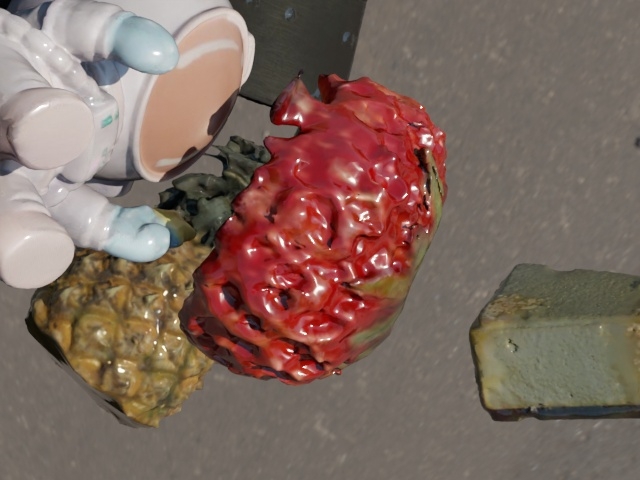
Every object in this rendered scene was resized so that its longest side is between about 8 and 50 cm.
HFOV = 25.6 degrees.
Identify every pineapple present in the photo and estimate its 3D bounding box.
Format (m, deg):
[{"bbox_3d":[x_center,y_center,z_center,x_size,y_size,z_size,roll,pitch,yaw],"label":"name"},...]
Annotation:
[{"bbox_3d":[-0.069,0.006,0.918,0.248,0.128,0.128,-43,81,-12],"label":"pineapple"}]

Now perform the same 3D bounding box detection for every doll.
[{"bbox_3d":[-0.132,-0.046,0.524,0.151,0.151,0.287,48,40,10],"label":"doll"}]

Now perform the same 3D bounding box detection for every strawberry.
[{"bbox_3d":[0.000,0.000,0.594,0.086,0.145,0.145,24,69,-1],"label":"strawberry"}]

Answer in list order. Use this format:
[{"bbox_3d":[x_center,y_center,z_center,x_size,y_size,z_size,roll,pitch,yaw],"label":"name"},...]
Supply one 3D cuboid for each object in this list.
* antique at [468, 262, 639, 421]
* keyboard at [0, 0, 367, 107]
[{"bbox_3d":[0.315,0.110,1.482,0.284,0.125,0.150,0,27,27],"label":"antique"},{"bbox_3d":[-0.086,-0.135,0.652,0.310,0.018,0.101,14,91,-46],"label":"keyboard"}]
